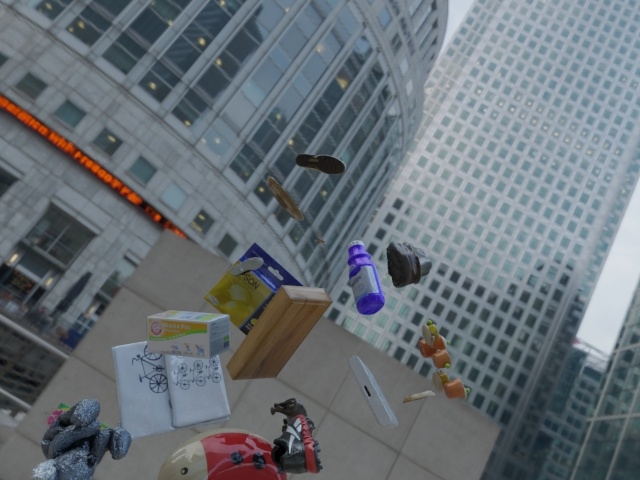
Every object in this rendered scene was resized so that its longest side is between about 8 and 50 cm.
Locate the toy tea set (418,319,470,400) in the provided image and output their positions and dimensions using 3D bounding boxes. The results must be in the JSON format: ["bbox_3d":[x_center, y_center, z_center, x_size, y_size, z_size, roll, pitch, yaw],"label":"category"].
[{"bbox_3d":[0.503,0.485,2.346,0.200,0.125,0.335,94,-20,-58],"label":"toy tea set"}]

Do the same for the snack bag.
[{"bbox_3d":[-0.484,0.449,1.884,0.343,0.322,0.037,-6,-25,-19],"label":"snack bag"}]

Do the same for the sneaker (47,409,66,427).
[{"bbox_3d":[-0.680,0.522,1.635,0.171,0.063,0.074,10,-33,20],"label":"sneaker"}]

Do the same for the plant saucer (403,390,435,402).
[{"bbox_3d":[0.238,0.378,1.428,0.084,0.015,0.083,-13,-16,-4],"label":"plant saucer"}]

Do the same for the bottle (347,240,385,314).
[{"bbox_3d":[0.160,0.132,2.191,0.092,0.282,0.118,5,-37,-25],"label":"bottle"}]

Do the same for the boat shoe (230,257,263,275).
[{"bbox_3d":[-0.269,0.098,2.153,0.046,0.125,0.038,64,-8,7],"label":"boat shoe"}]

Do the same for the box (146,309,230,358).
[{"bbox_3d":[-0.368,0.259,1.639,0.203,0.103,0.114,1,4,21],"label":"box"}]

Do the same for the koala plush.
[{"bbox_3d":[-0.614,0.555,1.464,0.196,0.204,0.221,57,9,-29],"label":"koala plush"}]

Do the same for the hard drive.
[{"bbox_3d":[0.181,0.522,1.992,0.232,0.047,0.353,61,1,21],"label":"hard drive"}]

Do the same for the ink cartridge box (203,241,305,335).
[{"bbox_3d":[-0.260,0.220,2.388,0.304,0.307,0.072,42,12,-3],"label":"ink cartridge box"}]

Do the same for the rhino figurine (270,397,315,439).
[{"bbox_3d":[-0.079,0.624,2.018,0.107,0.073,0.243,-15,-52,12],"label":"rhino figurine"}]

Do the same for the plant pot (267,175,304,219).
[{"bbox_3d":[-0.155,-0.170,2.477,0.236,0.032,0.236,50,-6,7],"label":"plant pot"}]

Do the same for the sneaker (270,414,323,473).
[{"bbox_3d":[-0.081,0.587,1.705,0.135,0.097,0.276,-8,10,-9],"label":"sneaker"}]

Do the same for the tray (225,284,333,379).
[{"bbox_3d":[-0.148,0.334,2.089,0.203,0.410,0.076,9,35,-44],"label":"tray"}]

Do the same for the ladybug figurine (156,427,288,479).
[{"bbox_3d":[-0.272,0.740,1.808,0.450,0.304,0.162,10,-10,-38],"label":"ladybug figurine"}]

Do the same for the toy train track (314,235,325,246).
[{"bbox_3d":[0.000,0.000,2.169,0.048,0.014,0.083,51,-19,-13],"label":"toy train track"}]

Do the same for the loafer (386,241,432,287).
[{"bbox_3d":[0.276,0.059,1.803,0.130,0.133,0.366,-5,6,3],"label":"loafer"}]

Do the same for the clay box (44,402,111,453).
[{"bbox_3d":[-0.735,0.573,1.815,0.222,0.053,0.127,27,-36,1],"label":"clay box"}]

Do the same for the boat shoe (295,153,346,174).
[{"bbox_3d":[0.008,-0.278,2.145,0.190,0.068,0.072,17,-1,17],"label":"boat shoe"}]
